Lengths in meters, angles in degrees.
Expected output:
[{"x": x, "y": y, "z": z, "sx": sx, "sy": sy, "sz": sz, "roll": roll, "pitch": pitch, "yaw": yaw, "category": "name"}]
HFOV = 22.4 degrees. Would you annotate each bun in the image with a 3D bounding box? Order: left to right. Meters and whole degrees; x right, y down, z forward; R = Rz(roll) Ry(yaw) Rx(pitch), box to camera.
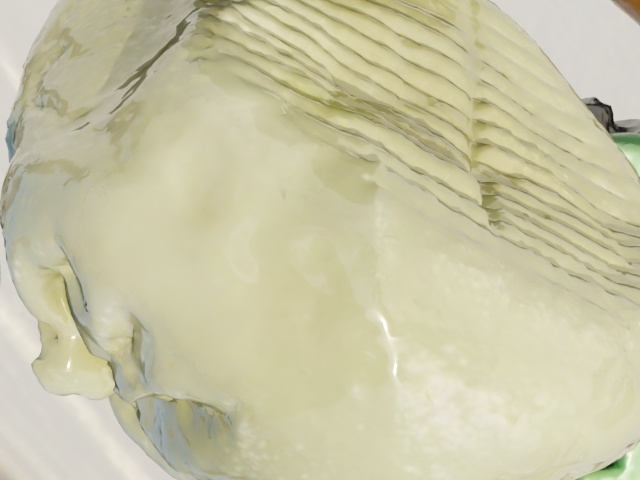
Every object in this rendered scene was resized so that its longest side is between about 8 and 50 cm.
[{"x": 0.000, "y": 0.000, "z": 0.505, "sx": 0.229, "sy": 0.145, "sz": 0.229, "roll": 30, "pitch": -153, "yaw": -17, "category": "bun"}]

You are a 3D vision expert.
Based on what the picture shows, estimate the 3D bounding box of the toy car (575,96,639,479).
[{"x": 0.134, "y": 0.033, "z": 0.826, "sx": 0.358, "sy": 0.176, "sz": 0.214, "roll": -142, "pitch": 50, "yaw": -81, "category": "toy car"}]

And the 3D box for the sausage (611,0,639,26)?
[{"x": 0.206, "y": -0.146, "z": 0.881, "sx": 0.270, "sy": 0.109, "sz": 0.109, "roll": 44, "pitch": 165, "yaw": 4, "category": "sausage"}]
